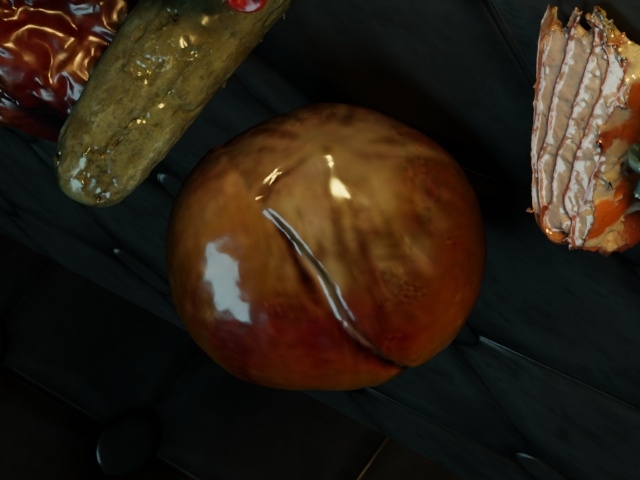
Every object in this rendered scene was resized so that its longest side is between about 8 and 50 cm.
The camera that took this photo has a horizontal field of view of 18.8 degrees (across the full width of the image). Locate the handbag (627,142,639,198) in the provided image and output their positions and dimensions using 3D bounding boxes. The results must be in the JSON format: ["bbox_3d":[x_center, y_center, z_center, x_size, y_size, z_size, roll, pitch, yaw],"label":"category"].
[{"bbox_3d":[0.339,-0.067,1.555,0.179,0.062,0.229,26,161,11],"label":"handbag"}]

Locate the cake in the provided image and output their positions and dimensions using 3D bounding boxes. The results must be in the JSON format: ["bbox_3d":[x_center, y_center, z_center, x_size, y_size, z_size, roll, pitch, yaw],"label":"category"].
[{"bbox_3d":[0.239,-0.092,1.687,0.098,0.135,0.287,43,163,40],"label":"cake"}]

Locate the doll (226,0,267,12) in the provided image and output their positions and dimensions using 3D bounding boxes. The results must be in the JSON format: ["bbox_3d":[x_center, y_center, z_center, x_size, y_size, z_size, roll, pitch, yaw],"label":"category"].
[{"bbox_3d":[-0.160,-0.338,1.719,0.183,0.160,0.363,-19,126,36],"label":"doll"}]

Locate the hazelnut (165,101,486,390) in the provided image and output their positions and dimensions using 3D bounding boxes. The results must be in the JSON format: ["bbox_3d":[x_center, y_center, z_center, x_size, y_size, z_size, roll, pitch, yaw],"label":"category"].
[{"bbox_3d":[0.000,0.000,2.105,0.372,0.372,0.315,65,-172,-60],"label":"hazelnut"}]

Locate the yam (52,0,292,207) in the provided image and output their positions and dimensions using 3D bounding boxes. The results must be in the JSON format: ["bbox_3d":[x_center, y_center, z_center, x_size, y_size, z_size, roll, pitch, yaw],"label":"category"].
[{"bbox_3d":[-0.160,-0.175,2.009,0.133,0.330,0.133,36,-175,-4],"label":"yam"}]

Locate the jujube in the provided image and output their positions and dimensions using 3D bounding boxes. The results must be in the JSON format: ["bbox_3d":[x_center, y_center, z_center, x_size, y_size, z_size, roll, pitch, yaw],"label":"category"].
[{"bbox_3d":[-0.302,-0.246,2.162,0.377,0.276,0.276,35,166,-11],"label":"jujube"}]
